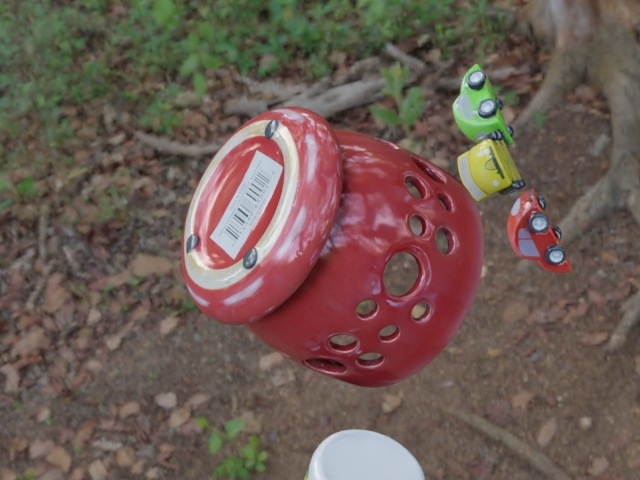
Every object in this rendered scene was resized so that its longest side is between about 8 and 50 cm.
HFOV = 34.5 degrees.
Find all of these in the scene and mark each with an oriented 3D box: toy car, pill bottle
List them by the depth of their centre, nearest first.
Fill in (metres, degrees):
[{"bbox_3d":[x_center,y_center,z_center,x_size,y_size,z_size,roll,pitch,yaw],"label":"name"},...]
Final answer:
[{"bbox_3d":[0.024,0.303,1.043,0.117,0.208,0.118,12,33,-8],"label":"pill bottle"},{"bbox_3d":[0.185,-0.090,1.102,0.053,0.239,0.225,-25,53,17],"label":"toy car"}]

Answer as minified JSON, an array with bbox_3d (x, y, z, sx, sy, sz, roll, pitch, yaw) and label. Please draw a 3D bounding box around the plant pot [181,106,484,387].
[{"bbox_3d":[0.000,0.000,0.792,0.191,0.174,0.191,-30,47,39],"label":"plant pot"}]
